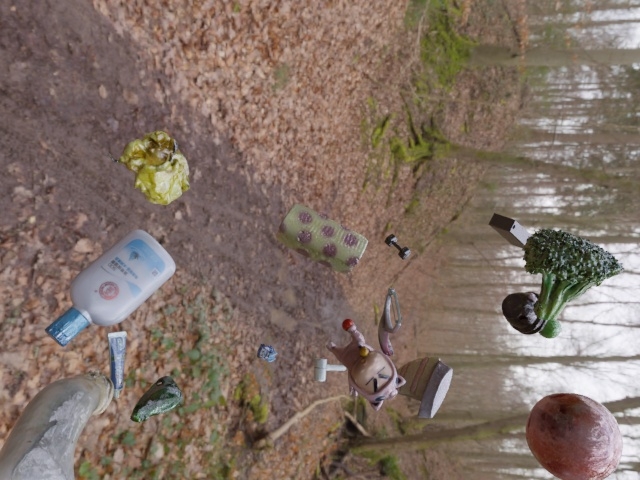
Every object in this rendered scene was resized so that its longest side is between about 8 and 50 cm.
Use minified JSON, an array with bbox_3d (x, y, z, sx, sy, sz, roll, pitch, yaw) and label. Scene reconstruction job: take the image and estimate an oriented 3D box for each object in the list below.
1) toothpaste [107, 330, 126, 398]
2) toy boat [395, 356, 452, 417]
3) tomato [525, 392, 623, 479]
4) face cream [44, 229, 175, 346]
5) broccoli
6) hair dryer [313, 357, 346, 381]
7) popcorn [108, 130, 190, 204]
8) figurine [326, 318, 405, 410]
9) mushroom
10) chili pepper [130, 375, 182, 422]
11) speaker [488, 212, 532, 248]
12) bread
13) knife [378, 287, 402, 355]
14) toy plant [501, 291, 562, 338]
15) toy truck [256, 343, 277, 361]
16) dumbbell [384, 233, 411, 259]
[{"bbox_3d":[-0.604,0.369,1.421,0.035,0.057,0.197,1,-90,51],"label":"toothpaste"},{"bbox_3d":[0.454,0.633,2.171,0.276,0.293,0.111,-46,132,-14],"label":"toy boat"},{"bbox_3d":[0.770,0.597,1.472,0.227,0.270,0.270,54,29,-36],"label":"tomato"},{"bbox_3d":[-0.538,0.126,1.222,0.336,0.163,0.080,-48,-166,-32],"label":"face cream"},{"bbox_3d":[0.494,0.075,1.003,0.219,0.194,0.194,-120,-151,-64],"label":"broccoli"},{"bbox_3d":[0.039,0.491,1.820,0.047,0.137,0.082,-17,-112,63],"label":"hair dryer"},{"bbox_3d":[-0.418,-0.179,1.214,0.195,0.174,0.168,156,-59,-81],"label":"popcorn"},{"bbox_3d":[0.131,0.406,1.572,0.287,0.176,0.186,52,-3,31],"label":"figurine"},{"bbox_3d":[-0.534,0.391,0.980,0.177,0.126,0.397,50,9,-27],"label":"mushroom"},{"bbox_3d":[-0.489,0.481,1.426,0.216,0.108,0.062,-45,156,-75],"label":"chili pepper"},{"bbox_3d":[0.637,-0.024,1.576,0.218,0.082,0.044,25,92,-46],"label":"speaker"},{"bbox_3d":[0.000,0.000,1.916,0.155,0.338,0.187,-62,-179,-25],"label":"bread"},{"bbox_3d":[0.186,0.246,1.331,0.278,0.053,0.123,86,4,-52],"label":"knife"},{"bbox_3d":[0.853,0.294,1.929,0.175,0.235,0.218,-58,-158,26],"label":"toy plant"},{"bbox_3d":[-0.208,0.455,1.915,0.090,0.073,0.056,18,-90,56],"label":"toy truck"},{"bbox_3d":[0.226,0.018,1.407,0.036,0.083,0.040,-46,152,4],"label":"dumbbell"}]
